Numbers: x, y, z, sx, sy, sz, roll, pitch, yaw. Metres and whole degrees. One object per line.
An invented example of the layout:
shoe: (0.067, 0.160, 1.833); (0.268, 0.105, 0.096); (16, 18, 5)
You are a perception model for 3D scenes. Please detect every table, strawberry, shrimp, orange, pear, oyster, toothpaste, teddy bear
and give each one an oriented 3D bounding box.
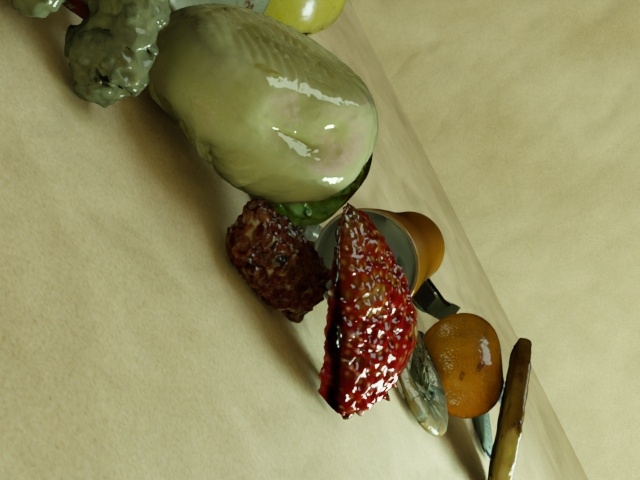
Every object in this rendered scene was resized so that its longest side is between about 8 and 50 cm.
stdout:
table: (0.223, 0.101, 2.146); (0.175, 0.062, 0.146); (28, -18, 53)
strawberry: (0.074, 0.103, 1.319); (0.233, 0.137, 0.306); (-75, 171, -45)
shrimp: (0.176, 0.255, 1.770); (0.145, 0.059, 0.254); (21, 47, -53)
orange: (0.290, 0.260, 1.909); (0.224, 0.170, 0.224); (-4, 90, -76)
pear: (-0.072, -0.583, 1.979); (0.309, 0.309, 0.309); (54, 17, -25)
oyster: (0.000, 0.000, 1.621); (0.121, 0.045, 0.146); (8, 21, -22)
toothpaste: (0.376, 0.426, 2.145); (0.062, 0.037, 0.216); (51, 20, -25)
teddy bear: (-0.330, -0.378, 1.057); (0.367, 0.224, 0.357); (24, 40, -42)

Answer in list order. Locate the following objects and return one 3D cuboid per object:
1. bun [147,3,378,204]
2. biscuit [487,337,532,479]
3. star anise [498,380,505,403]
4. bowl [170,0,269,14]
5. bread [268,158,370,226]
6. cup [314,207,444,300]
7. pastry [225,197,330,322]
bun: (-0.094, -0.190, 1.313); (0.361, 0.213, 0.361); (26, 21, -11)
biscuit: (0.387, 0.378, 1.906); (0.359, 0.046, 0.359); (11, 90, -78)
star anise: (0.375, 0.306, 2.243); (0.230, 0.081, 0.262); (58, 16, 24)
bowl: (-0.198, -0.558, 1.650); (0.435, 0.196, 0.435); (50, 16, -21)
bread: (-0.013, -0.172, 1.647); (0.251, 0.208, 0.376); (65, 11, -6)
cup: (0.113, 0.049, 1.573); (0.264, 0.182, 0.226); (-15, 108, -64)
pastry: (-0.062, 0.030, 1.308); (0.208, 0.097, 0.115); (46, 17, -48)
